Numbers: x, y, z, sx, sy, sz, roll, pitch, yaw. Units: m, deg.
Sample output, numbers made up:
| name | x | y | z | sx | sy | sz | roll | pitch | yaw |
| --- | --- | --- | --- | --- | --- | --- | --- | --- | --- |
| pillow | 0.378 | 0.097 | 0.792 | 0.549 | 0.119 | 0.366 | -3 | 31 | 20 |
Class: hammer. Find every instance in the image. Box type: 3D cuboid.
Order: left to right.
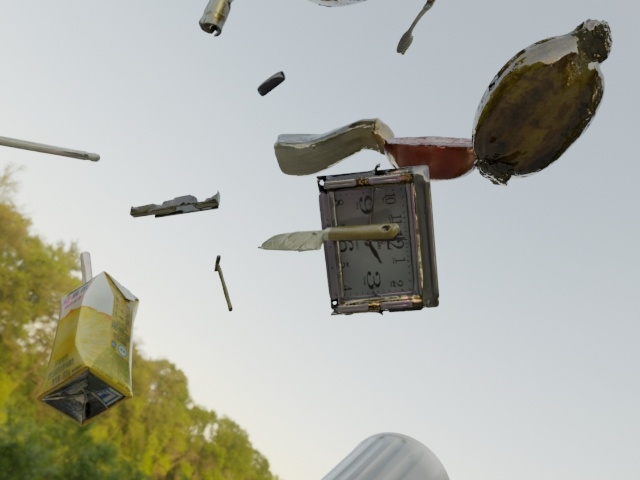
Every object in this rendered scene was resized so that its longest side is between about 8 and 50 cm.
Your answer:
| name | x | y | z | sx | sy | sz | roll | pitch | yaw |
| --- | --- | --- | --- | --- | --- | --- | --- | --- | --- |
| hammer | -0.277 | 0.129 | 1.634 | 0.013 | 0.198 | 0.062 | 0 | -49 | -24 |

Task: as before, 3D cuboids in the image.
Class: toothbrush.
| name | x | y | z | sx | sy | sz | roll | pitch | yaw |
| --- | --- | --- | --- | --- | --- | --- | --- | --- | --- |
| toothbrush | -0.583 | -0.186 | 0.944 | 0.418 | 0.040 | 0.042 | 8 | 8 | -25 |
| toothbrush | 0.305 | -0.655 | 1.493 | 0.028 | 0.375 | 0.037 | 37 | 13 | 27 |

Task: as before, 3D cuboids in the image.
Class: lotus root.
| name | x | y | z | sx | sy | sz | roll | pitch | yaw |
| --- | --- | --- | --- | --- | --- | --- | --- | --- | --- |
| lotus root | 0.249 | -0.156 | 0.653 | 0.120 | 0.120 | 0.209 | 33 | -65 | 0 |

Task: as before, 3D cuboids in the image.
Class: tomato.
| name | x | y | z | sx | sy | sz | roll | pitch | yaw |
| --- | --- | --- | --- | --- | --- | --- | --- | --- | --- |
| tomato | 0.242 | -0.177 | 1.224 | 0.225 | 0.225 | 0.084 | 10 | -69 | 38 |

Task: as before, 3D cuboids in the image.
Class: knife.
| name | x | y | z | sx | sy | sz | roll | pitch | yaw |
| --- | --- | --- | --- | --- | --- | --- | --- | --- | --- |
| knife | -0.002 | -0.001 | 0.927 | 0.298 | 0.047 | 0.017 | -2 | -30 | 41 |

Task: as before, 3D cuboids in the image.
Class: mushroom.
| name | x | y | z | sx | sy | sz | roll | pitch | yaw |
| --- | --- | --- | --- | --- | --- | --- | --- | --- | --- |
| mushroom | 0.030 | -0.255 | 1.494 | 0.329 | 0.159 | 0.122 | -8 | -30 | 19 |

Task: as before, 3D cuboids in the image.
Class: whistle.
| name | x | y | z | sx | sy | sz | roll | pitch | yaw |
| --- | --- | --- | --- | --- | --- | --- | --- | --- | --- |
| whistle | -0.271 | -0.727 | 1.656 | 0.068 | 0.326 | 0.057 | 32 | -30 | -35 |

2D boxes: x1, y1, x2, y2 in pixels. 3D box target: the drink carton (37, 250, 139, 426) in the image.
| name | x | y | z | sx | sy | sz | roll | pitch | yaw |
| --- | --- | --- | --- | --- | --- | --- | --- | --- | --- |
| drink carton | -0.241 | 0.092 | 0.613 | 0.074 | 0.084 | 0.200 | 49 | 13 | -35 |

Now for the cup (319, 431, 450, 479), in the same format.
| name | x | y | z | sx | sy | sz | roll | pitch | yaw |
| --- | --- | --- | --- | --- | --- | --- | --- | --- | --- |
| cup | 0.054 | 0.383 | 0.751 | 0.167 | 0.221 | 0.202 | 35 | 14 | 24 |

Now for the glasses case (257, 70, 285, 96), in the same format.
| name | x | y | z | sx | sy | sz | roll | pitch | yaw |
| --- | --- | --- | --- | --- | --- | --- | --- | --- | --- |
| glasses case | -0.127 | -0.402 | 1.461 | 0.023 | 0.083 | 0.033 | 44 | 18 | -46 |

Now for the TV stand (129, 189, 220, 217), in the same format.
| name | x | y | z | sx | sy | sz | roll | pitch | yaw |
| --- | --- | --- | --- | --- | --- | --- | --- | --- | --- |
| TV stand | -0.379 | -0.091 | 1.496 | 0.250 | 0.036 | 0.042 | -8 | -31 | 12 |

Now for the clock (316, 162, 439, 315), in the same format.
| name | x | y | z | sx | sy | sz | roll | pitch | yaw |
| --- | --- | --- | --- | --- | --- | --- | --- | --- | --- |
| clock | 0.096 | -0.002 | 0.963 | 0.187 | 0.253 | 0.083 | -5 | 8 | 4 |

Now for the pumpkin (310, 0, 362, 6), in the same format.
| name | x | y | z | sx | sy | sz | roll | pitch | yaw |
| --- | --- | --- | --- | --- | --- | --- | --- | --- | --- |
| pumpkin | 0.083 | -0.785 | 1.434 | 0.455 | 0.454 | 0.344 | 5 | -38 | 44 |
